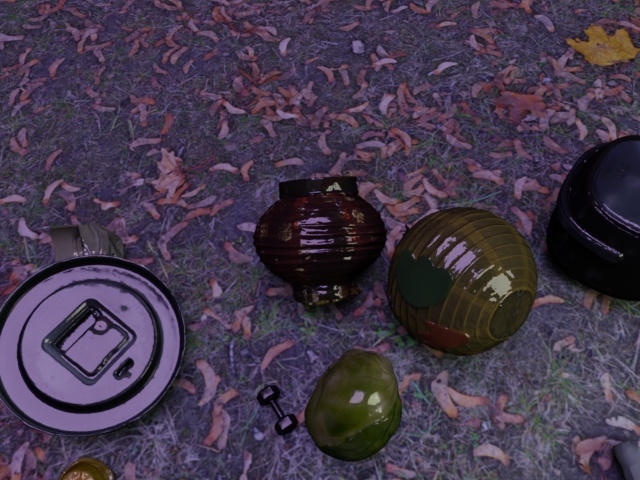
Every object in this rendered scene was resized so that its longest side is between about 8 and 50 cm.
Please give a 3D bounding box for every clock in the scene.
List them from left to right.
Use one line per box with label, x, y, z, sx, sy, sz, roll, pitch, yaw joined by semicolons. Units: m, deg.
clock;-0.388;0.175;0.937;0.313;0.061;0.312;6;65;-13

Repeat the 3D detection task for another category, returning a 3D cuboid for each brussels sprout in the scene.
brussels sprout;0.059;0.260;0.875;0.131;0.145;0.183;40;73;-6

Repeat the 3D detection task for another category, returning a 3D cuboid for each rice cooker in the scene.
rice cooker;0.538;-0.035;0.965;0.268;0.224;0.267;-1;62;3

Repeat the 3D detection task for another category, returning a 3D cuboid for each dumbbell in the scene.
dumbbell;-0.072;0.284;0.921;0.036;0.040;0.083;-45;62;14

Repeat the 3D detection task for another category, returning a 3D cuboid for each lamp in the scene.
lamp;0.000;0.000;0.982;0.247;0.247;0.246;-1;60;2
lamp;0.217;0.053;0.928;0.250;0.250;0.284;-32;42;-15

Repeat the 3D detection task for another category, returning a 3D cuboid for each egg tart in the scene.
egg tart;-0.382;0.397;0.873;0.105;0.039;0.105;-1;61;1

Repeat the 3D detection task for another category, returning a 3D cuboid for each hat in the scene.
hat;-0.459;0.026;1.085;0.166;0.081;0.122;-2;98;19

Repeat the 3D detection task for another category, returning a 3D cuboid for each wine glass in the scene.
wine glass;0.493;0.380;0.817;0.074;0.073;0.154;-3;64;1
